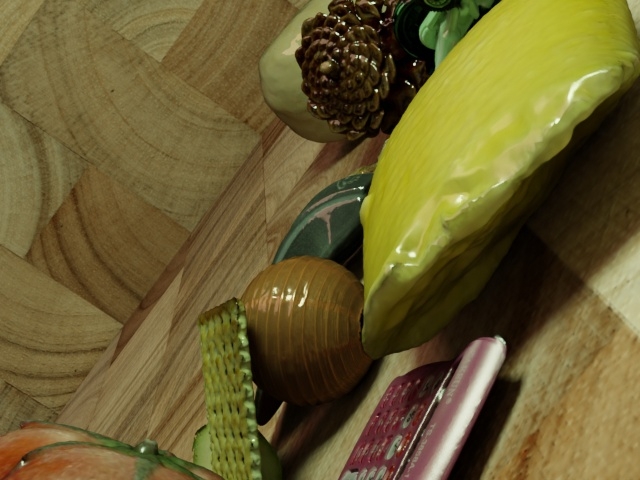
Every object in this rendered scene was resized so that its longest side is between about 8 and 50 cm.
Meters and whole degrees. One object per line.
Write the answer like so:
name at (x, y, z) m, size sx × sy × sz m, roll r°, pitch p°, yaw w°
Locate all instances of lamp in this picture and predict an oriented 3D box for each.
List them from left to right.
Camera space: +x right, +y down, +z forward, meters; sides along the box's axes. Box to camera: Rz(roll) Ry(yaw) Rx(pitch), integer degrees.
lamp at (-0.013, 0.081, 0.976) m, size 0.136 × 0.136 × 0.136 m, roll -52°, pitch 12°, yaw 15°

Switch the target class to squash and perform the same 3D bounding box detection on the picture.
squash at (-0.091, 0.212, 1.072) m, size 0.075 × 0.090 × 0.200 m, roll -21°, pitch 3°, yaw -11°

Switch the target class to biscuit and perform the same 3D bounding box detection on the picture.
biscuit at (-0.077, 0.172, 0.948) m, size 0.139 × 0.016 × 0.231 m, roll 153°, pitch 113°, yaw -66°

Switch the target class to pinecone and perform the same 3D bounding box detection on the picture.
pinecone at (0.074, -0.235, 1.431) m, size 0.208 × 0.207 × 0.208 m, roll -52°, pitch 12°, yaw 15°

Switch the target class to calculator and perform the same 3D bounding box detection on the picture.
calculator at (0.067, 0.138, 0.757) m, size 0.127 × 0.034 × 0.190 m, roll -61°, pitch 7°, yaw -22°

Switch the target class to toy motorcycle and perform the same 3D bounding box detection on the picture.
toy motorcycle at (0.199, -0.283, 1.079) m, size 0.331 × 0.196 × 0.125 m, roll 118°, pitch 162°, yaw -47°

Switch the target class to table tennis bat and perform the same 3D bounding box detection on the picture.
table tennis bat at (-0.019, 0.098, 1.136) m, size 0.234 × 0.022 × 0.131 m, roll -55°, pitch -20°, yaw -53°

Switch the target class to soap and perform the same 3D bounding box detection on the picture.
soap at (0.138, -0.082, 0.885) m, size 0.306 × 0.115 × 0.427 m, roll -54°, pitch 10°, yaw 26°

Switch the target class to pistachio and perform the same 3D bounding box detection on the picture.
pistachio at (0.037, -0.276, 1.661) m, size 0.332 × 0.207 × 0.226 m, roll -24°, pitch 74°, yaw 42°

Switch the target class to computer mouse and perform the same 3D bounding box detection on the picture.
computer mouse at (-0.003, -0.001, 1.234) m, size 0.231 × 0.071 × 0.126 m, roll -50°, pitch -10°, yaw 34°

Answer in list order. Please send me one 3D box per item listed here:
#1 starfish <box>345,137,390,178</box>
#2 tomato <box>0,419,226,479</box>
starfish at (0.027, -0.050, 1.397) m, size 0.210 × 0.053 × 0.150 m, roll -50°, pitch 17°, yaw 15°
tomato at (-0.160, 0.258, 0.756) m, size 0.265 × 0.265 × 0.265 m, roll -52°, pitch 12°, yaw 15°
